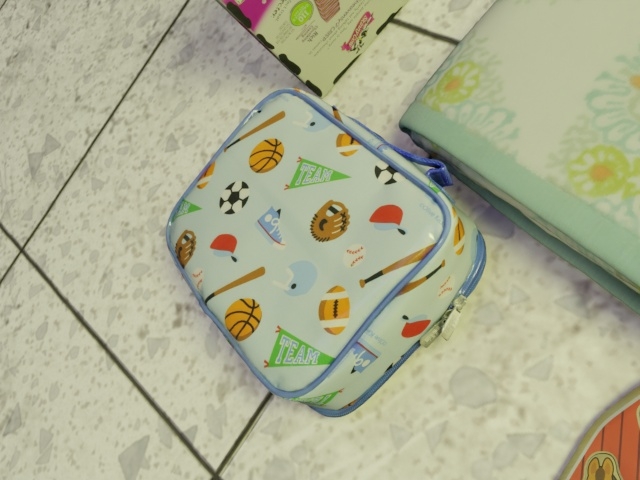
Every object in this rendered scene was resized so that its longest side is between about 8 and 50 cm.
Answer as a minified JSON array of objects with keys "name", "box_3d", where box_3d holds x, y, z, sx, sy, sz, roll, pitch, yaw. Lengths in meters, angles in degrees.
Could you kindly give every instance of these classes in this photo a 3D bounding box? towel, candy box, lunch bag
[{"name":"towel","box_3d":[0.280,-0.121,0.545,0.320,0.090,0.374,-48,52,3]},{"name":"candy box","box_3d":[-0.023,-0.274,0.715,0.159,0.233,0.071,-47,52,6]},{"name":"lunch bag","box_3d":[0.000,0.000,0.660,0.243,0.115,0.303,-49,51,4]}]

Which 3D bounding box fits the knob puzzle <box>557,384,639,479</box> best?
[{"name":"knob puzzle","box_3d":[0.225,0.165,0.446,0.213,0.030,0.213,-41,31,31]}]
